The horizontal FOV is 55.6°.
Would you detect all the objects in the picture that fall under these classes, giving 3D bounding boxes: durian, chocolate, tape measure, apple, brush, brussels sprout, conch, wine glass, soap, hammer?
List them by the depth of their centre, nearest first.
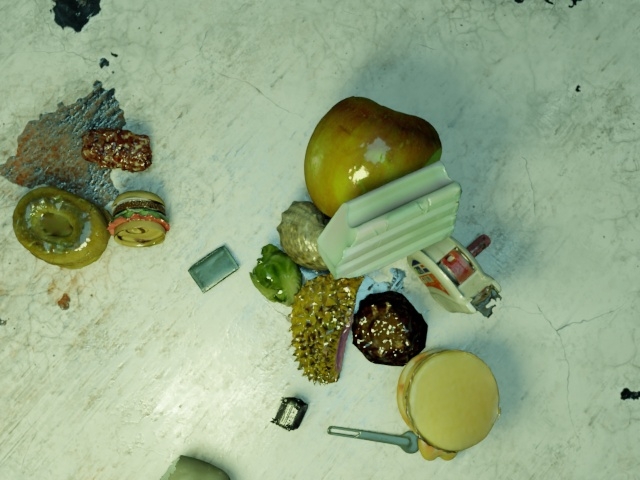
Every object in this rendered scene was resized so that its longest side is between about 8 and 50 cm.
[{"bbox_3d":[0.166,-0.037,1.491,0.347,0.208,0.115,-25,57,-11],"label":"soap"},{"bbox_3d":[-0.291,0.718,1.563,0.323,0.238,0.238,35,82,-2],"label":"wine glass"},{"bbox_3d":[0.357,0.089,1.658,0.130,0.258,0.265,-38,87,-5],"label":"tape measure"},{"bbox_3d":[0.001,0.243,1.665,0.191,0.112,0.341,13,101,-9],"label":"durian"},{"bbox_3d":[0.144,-0.203,1.672,0.384,0.374,0.374,9,80,-41],"label":"apple"},{"bbox_3d":[0.194,0.246,1.673,0.206,0.177,0.224,-39,85,-7],"label":"chocolate"},{"bbox_3d":[-0.012,0.010,1.687,0.159,0.210,0.291,-49,47,13],"label":"conch"},{"bbox_3d":[0.150,0.552,1.711,0.266,0.027,0.062,9,82,2],"label":"brush"},{"bbox_3d":[-0.115,0.102,1.717,0.139,0.100,0.181,-36,81,-22],"label":"brussels sprout"},{"bbox_3d":[0.463,0.018,1.784,0.083,0.043,0.043,-40,87,-9],"label":"hammer"}]

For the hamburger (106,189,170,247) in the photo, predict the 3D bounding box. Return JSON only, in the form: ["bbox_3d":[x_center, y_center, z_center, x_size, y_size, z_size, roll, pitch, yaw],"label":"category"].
[{"bbox_3d":[-0.502,-0.067,1.682,0.175,0.175,0.137,-6,71,-4],"label":"hamburger"}]

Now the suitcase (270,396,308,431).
[{"bbox_3d":[-0.081,0.471,1.655,0.059,0.126,0.086,24,82,16],"label":"suitcase"}]

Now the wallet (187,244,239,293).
[{"bbox_3d":[-0.306,0.081,1.738,0.129,0.026,0.088,-35,82,-6],"label":"wallet"}]

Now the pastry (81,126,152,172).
[{"bbox_3d":[-0.583,-0.260,1.733,0.208,0.097,0.115,12,72,0],"label":"pastry"}]

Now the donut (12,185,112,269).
[{"bbox_3d":[-0.716,-0.034,1.679,0.261,0.128,0.209,18,83,1],"label":"donut"}]

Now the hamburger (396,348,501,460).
[{"bbox_3d":[0.339,0.447,1.650,0.260,0.186,0.303,-8,78,-8],"label":"hamburger"}]
